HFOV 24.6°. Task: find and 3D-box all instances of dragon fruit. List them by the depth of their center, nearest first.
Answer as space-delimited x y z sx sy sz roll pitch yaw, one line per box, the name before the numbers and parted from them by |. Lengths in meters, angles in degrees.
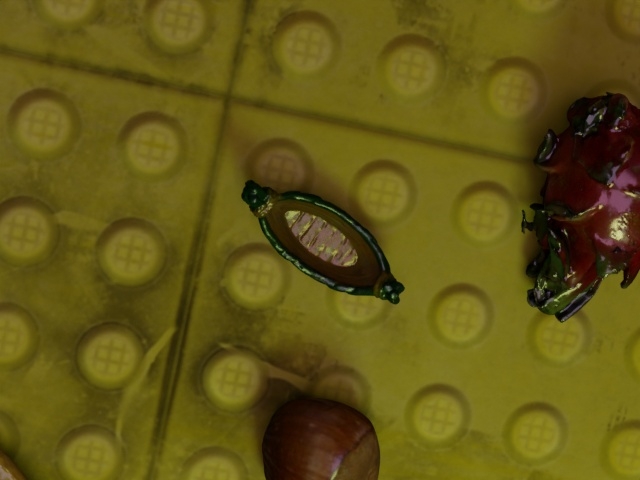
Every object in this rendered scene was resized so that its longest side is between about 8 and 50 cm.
dragon fruit | 0.313 -0.040 1.716 0.269 0.198 0.200 -43 113 15

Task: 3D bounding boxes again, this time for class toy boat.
toy boat | 0.000 0.000 1.722 0.229 0.088 0.089 34 95 -11

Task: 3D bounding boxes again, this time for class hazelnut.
hazelnut | -0.003 0.262 1.743 0.150 0.150 0.150 -1 99 -7

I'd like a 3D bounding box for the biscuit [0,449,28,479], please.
biscuit | -0.464 0.450 1.732 0.429 0.104 0.446 -45 98 2
